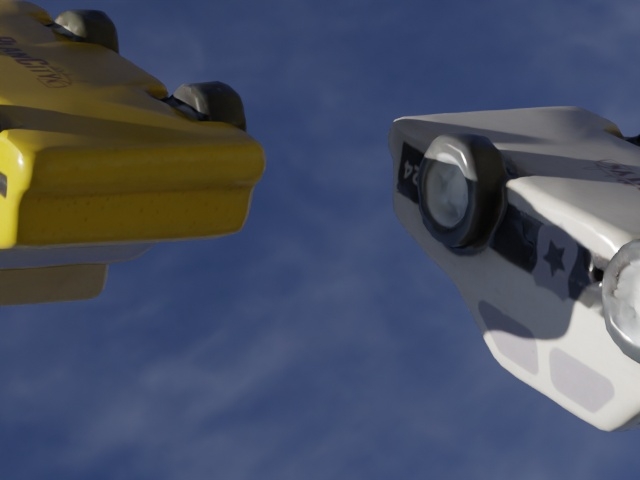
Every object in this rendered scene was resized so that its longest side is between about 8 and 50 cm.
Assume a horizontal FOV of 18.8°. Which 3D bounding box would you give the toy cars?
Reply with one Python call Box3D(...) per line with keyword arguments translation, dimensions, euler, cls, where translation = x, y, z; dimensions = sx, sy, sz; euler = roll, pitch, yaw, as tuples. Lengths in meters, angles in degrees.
Box3D(translation=(0.000, 0.000, 0.607), dimensions=(0.176, 0.394, 0.087), euler=(-42, -38, -65), cls="toy cars")
